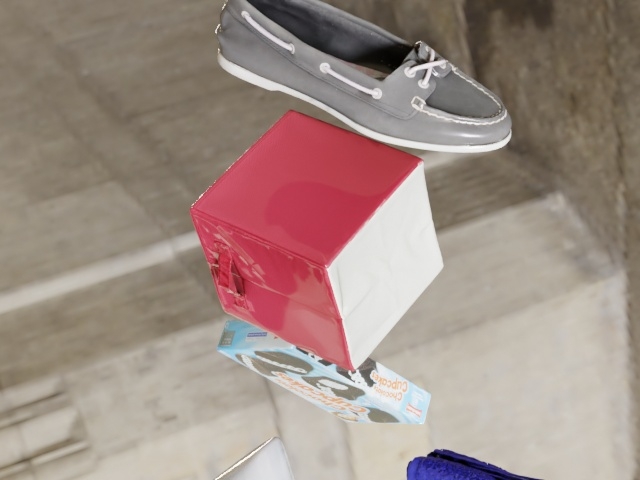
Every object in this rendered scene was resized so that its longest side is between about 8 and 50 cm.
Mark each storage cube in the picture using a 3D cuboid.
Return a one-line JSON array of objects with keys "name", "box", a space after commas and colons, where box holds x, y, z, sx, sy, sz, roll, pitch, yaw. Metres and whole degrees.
[{"name": "storage cube", "box": [0.000, 0.000, 1.690, 0.193, 0.215, 0.184, 23, 146, 31]}]

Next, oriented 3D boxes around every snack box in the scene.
[{"name": "snack box", "box": [0.008, 0.218, 2.457, 0.187, 0.322, 0.060, -6, 60, 47]}]

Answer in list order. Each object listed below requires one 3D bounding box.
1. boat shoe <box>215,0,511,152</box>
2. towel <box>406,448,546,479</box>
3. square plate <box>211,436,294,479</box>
[{"name": "boat shoe", "box": [0.041, -0.182, 1.540, 0.335, 0.112, 0.095, 21, 129, 17]}, {"name": "towel", "box": [0.262, 0.327, 1.637, 0.308, 0.076, 0.227, 12, 149, 42]}, {"name": "square plate", "box": [-0.130, 0.441, 1.639, 0.344, 0.049, 0.347, -36, 55, 26]}]
